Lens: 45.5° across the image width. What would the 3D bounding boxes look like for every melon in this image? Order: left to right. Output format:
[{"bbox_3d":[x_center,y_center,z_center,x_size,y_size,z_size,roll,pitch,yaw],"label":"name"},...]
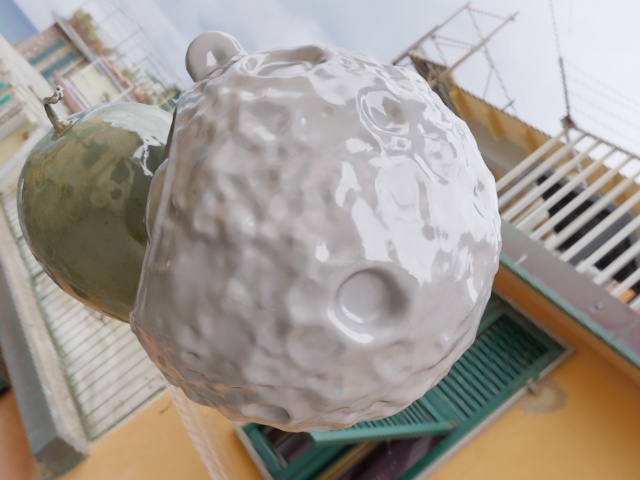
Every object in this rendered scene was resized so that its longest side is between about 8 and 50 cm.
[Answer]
[{"bbox_3d":[-0.231,-0.031,0.946,0.307,0.272,0.272,62,-8,-6],"label":"melon"}]

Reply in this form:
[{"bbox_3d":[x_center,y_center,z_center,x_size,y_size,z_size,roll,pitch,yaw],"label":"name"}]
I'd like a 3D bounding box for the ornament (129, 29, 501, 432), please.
[{"bbox_3d":[0.000,0.000,0.671,0.337,0.337,0.337,51,-7,8],"label":"ornament"}]
